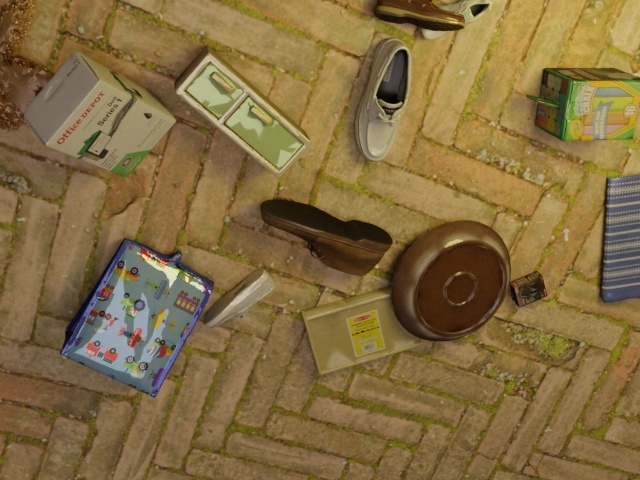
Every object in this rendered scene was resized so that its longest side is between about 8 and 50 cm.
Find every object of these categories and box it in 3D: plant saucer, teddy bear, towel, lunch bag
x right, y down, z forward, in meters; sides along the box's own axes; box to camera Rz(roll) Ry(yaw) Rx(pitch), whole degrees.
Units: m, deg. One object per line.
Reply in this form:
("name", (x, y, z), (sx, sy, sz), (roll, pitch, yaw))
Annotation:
("plant saucer", (0.315, 0.105, 1.751), (0.311, 0.050, 0.310), (-7, 112, -18))
("teddy bear", (-0.621, -0.356, 1.355), (0.338, 0.113, 0.245), (28, 99, -14))
("towel", (0.797, -0.014, 1.832), (0.243, 0.040, 0.336), (-9, 114, -6))
("lunch bag", (-0.380, 0.147, 1.620), (0.221, 0.138, 0.293), (31, 96, -19))

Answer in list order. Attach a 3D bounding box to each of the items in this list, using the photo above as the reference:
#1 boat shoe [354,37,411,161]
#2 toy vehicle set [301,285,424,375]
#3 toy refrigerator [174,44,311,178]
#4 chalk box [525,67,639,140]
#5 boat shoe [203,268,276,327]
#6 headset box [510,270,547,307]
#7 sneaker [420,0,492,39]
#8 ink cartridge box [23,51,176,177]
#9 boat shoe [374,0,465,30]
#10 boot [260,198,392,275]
("boat shoe", (0.129, -0.278, 1.541), (0.095, 0.084, 0.258), (0, 114, -12))
("toy vehicle set", (0.103, 0.207, 1.784), (0.267, 0.035, 0.166), (-15, 116, -4))
("toy refrigerator", (-0.151, -0.250, 1.492), (0.269, 0.094, 0.102), (40, 102, -24))
("chalk box", (0.542, -0.287, 1.596), (0.213, 0.132, 0.132), (-3, 115, -9))
("boat shoe", (-0.178, 0.140, 1.687), (0.184, 0.066, 0.063), (-42, 115, -2))
("headset box", (0.498, 0.119, 1.827), (0.083, 0.032, 0.062), (-23, 117, -2))
("sneaker", (0.270, -0.448, 1.507), (0.152, 0.061, 0.053), (-29, 118, 4))
("ink cartridge box", (-0.401, -0.224, 1.392), (0.160, 0.092, 0.219), (-47, 154, 11))
("boat shoe", (0.196, -0.449, 1.470), (0.178, 0.064, 0.060), (13, 91, 7))
("boot", (0.000, 0.000, 1.637), (0.305, 0.112, 0.115), (18, 120, -21))
